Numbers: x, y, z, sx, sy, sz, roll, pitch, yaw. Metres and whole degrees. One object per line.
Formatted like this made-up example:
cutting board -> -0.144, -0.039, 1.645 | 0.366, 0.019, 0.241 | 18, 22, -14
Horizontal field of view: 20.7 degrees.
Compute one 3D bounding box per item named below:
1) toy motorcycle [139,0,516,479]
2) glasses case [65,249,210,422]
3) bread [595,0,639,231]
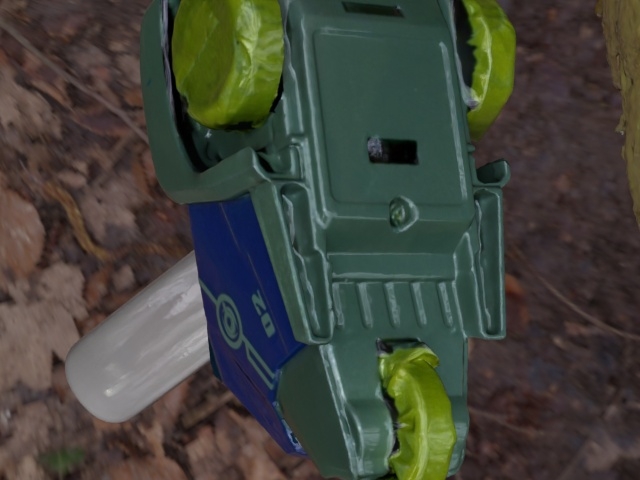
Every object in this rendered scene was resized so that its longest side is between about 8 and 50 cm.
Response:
toy motorcycle -> 0.000, 0.000, 1.043 | 0.191, 0.200, 0.326 | 1, 78, -32
glasses case -> -0.115, 0.068, 1.382 | 0.204, 0.051, 0.081 | -36, 89, 17
bread -> 0.253, -0.109, 1.017 | 0.165, 0.375, 0.236 | -2, 145, -3
